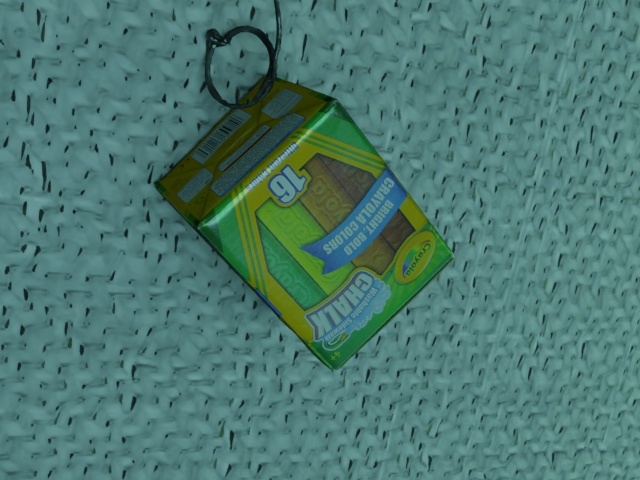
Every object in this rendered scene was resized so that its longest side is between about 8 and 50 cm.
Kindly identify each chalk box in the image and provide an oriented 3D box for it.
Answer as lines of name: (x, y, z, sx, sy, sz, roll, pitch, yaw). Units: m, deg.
chalk box: (0.000, 0.000, 0.691, 0.132, 0.132, 0.213, -45, 119, -5)

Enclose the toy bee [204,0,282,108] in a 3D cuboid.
toy bee: (0.011, -0.239, 0.584, 0.298, 0.195, 0.162, -71, 159, -6)
